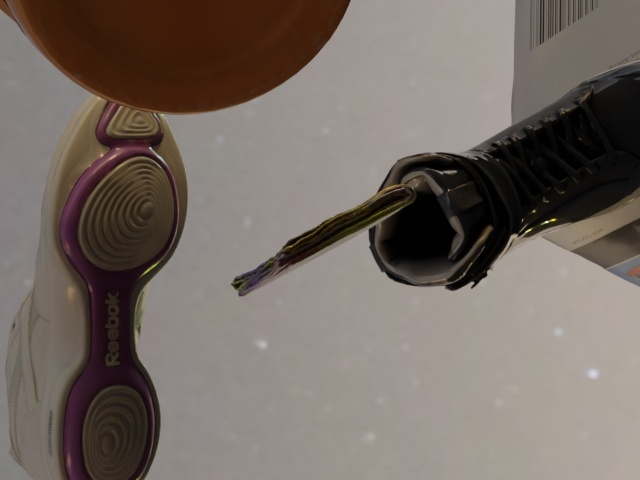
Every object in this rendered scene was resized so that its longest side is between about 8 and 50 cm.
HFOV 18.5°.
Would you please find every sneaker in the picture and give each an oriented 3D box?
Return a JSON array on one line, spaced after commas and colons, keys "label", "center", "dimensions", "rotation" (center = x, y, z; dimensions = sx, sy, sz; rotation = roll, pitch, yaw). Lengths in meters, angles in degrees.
[{"label": "sneaker", "center": [-0.184, 0.037, 1.447], "dimensions": [0.114, 0.152, 0.305], "rotation": [9, -92, -36]}, {"label": "sneaker", "center": [0.131, -0.042, 1.236], "dimensions": [0.086, 0.226, 0.163], "rotation": [58, -166, 10]}]

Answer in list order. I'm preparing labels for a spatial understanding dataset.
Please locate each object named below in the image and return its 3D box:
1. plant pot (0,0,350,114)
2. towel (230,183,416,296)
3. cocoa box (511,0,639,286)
[{"label": "plant pot", "center": [-0.090, -0.209, 1.174], "dimensions": [0.203, 0.290, 0.291], "rotation": [-106, 3, -58]}, {"label": "towel", "center": [0.000, 0.000, 0.741], "dimensions": [0.060, 0.083, 0.009], "rotation": [-29, -91, -18]}, {"label": "cocoa box", "center": [0.334, -0.127, 1.419], "dimensions": [0.228, 0.347, 0.231], "rotation": [25, -127, -29]}]
